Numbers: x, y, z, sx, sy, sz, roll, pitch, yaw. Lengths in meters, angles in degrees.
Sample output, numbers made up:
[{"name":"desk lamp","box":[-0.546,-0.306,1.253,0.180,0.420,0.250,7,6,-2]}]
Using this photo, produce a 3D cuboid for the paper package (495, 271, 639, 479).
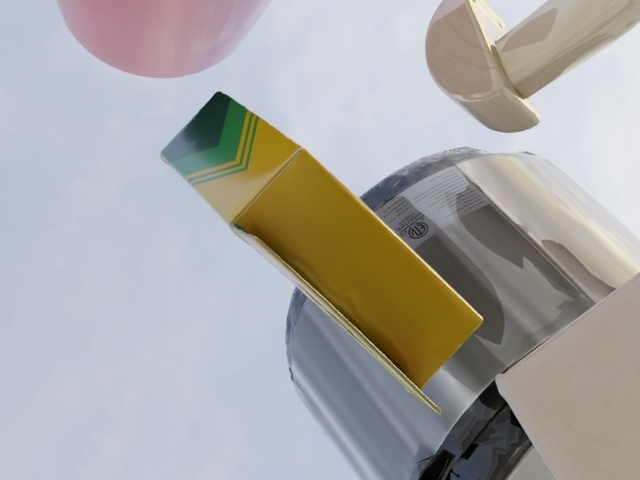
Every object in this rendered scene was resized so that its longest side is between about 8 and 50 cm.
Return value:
[{"name":"paper package","box":[0.311,0.118,0.875,0.325,0.309,0.168,-38,-38,14]}]

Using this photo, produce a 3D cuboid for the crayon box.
[{"name":"crayon box","box":[0.000,0.000,1.232,0.081,0.318,0.202,-47,-68,-1]}]

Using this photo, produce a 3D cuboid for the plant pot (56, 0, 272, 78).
[{"name":"plant pot","box":[-0.135,-0.285,1.409,0.275,0.243,0.275,5,-114,-10]}]

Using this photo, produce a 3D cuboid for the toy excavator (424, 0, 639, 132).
[{"name":"toy excavator","box":[0.306,-0.334,1.400,0.222,0.433,0.445,34,-123,-50]}]

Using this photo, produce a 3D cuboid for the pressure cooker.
[{"name":"pressure cooker","box":[0.200,0.157,1.499,0.375,0.420,0.370,14,-65,-42]}]
